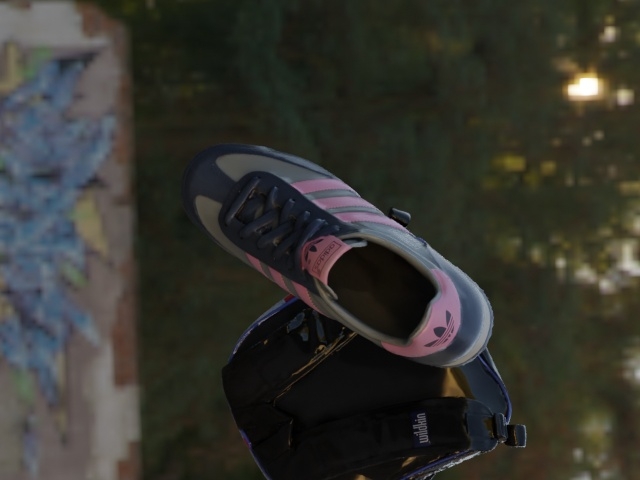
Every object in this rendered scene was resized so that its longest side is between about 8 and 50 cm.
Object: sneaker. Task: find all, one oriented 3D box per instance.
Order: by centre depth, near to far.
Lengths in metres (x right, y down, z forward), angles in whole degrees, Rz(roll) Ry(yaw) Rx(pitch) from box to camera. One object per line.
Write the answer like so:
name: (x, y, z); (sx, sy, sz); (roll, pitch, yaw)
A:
sneaker: (0.000, 0.000, 1.675); (0.112, 0.319, 0.131); (-63, 160, 3)

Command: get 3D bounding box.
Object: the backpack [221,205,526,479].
backpack: (0.039, 0.148, 2.015); (0.213, 0.263, 0.277); (80, -15, -77)
